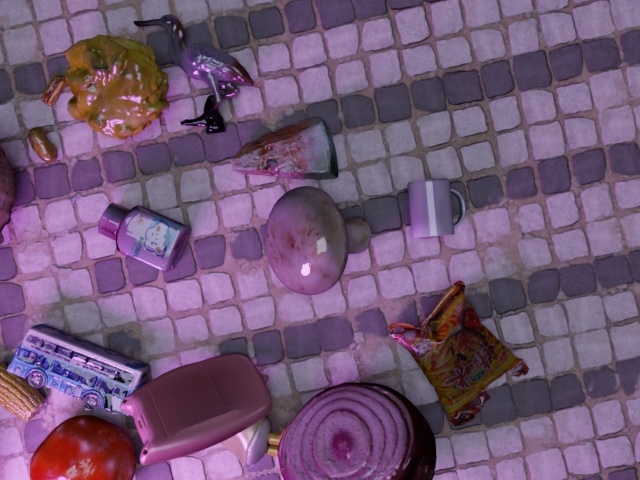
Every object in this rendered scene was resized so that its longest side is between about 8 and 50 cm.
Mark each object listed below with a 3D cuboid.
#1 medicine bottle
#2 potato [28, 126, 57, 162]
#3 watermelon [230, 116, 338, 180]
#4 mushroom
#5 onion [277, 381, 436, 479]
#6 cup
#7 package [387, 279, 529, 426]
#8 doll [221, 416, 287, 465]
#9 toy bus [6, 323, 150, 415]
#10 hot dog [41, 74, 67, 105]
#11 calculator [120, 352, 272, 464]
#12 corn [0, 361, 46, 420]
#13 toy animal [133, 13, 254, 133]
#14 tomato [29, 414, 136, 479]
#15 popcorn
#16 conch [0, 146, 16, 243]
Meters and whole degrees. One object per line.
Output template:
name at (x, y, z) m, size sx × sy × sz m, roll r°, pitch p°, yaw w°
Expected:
medicine bottle at (-0.412, -0.014, 1.654) m, size 0.188 × 0.094 × 0.119 m, roll 24°, pitch 92°, yaw 1°
potato at (-0.657, -0.224, 1.684) m, size 0.045 × 0.046 × 0.092 m, roll -39°, pitch 101°, yaw -40°
watermelon at (-0.087, -0.203, 1.657) m, size 0.241 × 0.094 × 0.154 m, roll -11°, pitch 83°, yaw 4°
mushroom at (0.000, 0.000, 1.608) m, size 0.243 × 0.243 × 0.244 m, roll 0°, pitch 91°, yaw 1°
onion at (0.091, 0.471, 1.573) m, size 0.336 × 0.260 × 0.282 m, roll -21°, pitch 53°, yaw 10°
cup at (0.263, -0.073, 1.649) m, size 0.099 × 0.136 × 0.133 m, roll -6°, pitch 90°, yaw 35°
package at (0.316, 0.250, 1.639) m, size 0.223 × 0.108 × 0.288 m, roll -35°, pitch 97°, yaw -4°
doll at (-0.214, 0.422, 1.650) m, size 0.296 × 0.141 × 0.117 m, roll 26°, pitch 50°, yaw 12°
toy bus at (-0.556, 0.303, 1.660) m, size 0.297 × 0.106 × 0.131 m, roll 22°, pitch 89°, yaw -1°
hot dog at (-0.631, -0.358, 1.692) m, size 0.037 × 0.021 × 0.083 m, roll 31°, pitch 93°, yaw 0°
calculator at (-0.267, 0.358, 1.592) m, size 0.329 × 0.220 × 0.048 m, roll -19°, pitch 135°, yaw -22°
corn at (-0.731, 0.356, 1.683) m, size 0.165 × 0.063 × 0.085 m, roll 39°, pitch 68°, yaw 0°
toy animal at (-0.283, -0.409, 1.648) m, size 0.195 × 0.090 × 0.324 m, roll -26°, pitch 91°, yaw 6°
tomato at (-0.535, 0.512, 1.619) m, size 0.231 × 0.188 × 0.232 m, roll 0°, pitch 91°, yaw -1°
popcorn at (-0.464, -0.350, 1.622) m, size 0.265 × 0.192 × 0.233 m, roll -10°, pitch 107°, yaw 25°
conch at (-0.782, -0.115, 1.605) m, size 0.352 × 0.210 × 0.297 m, roll -25°, pitch 58°, yaw 35°
